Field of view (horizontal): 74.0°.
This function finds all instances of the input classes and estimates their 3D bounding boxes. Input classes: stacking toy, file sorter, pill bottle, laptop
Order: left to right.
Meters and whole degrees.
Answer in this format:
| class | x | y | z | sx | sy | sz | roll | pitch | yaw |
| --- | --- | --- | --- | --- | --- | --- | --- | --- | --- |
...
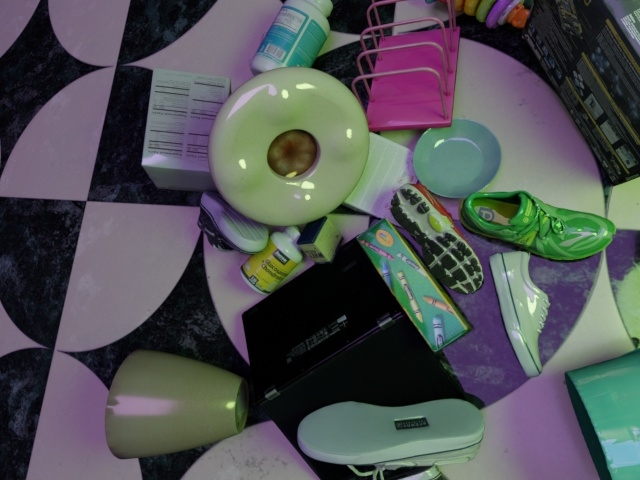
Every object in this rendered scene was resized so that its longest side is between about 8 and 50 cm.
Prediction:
| class | x | y | z | sx | sy | sz | roll | pitch | yaw |
| --- | --- | --- | --- | --- | --- | --- | --- | --- | --- |
| stacking toy | -0.117 | -0.285 | 1.056 | 0.351 | 0.351 | 0.480 | -42 | 36 | 9 |
| pill bottle | -0.111 | 0.043 | 1.082 | 0.184 | 0.103 | 0.103 | -46 | 67 | 8 |
| pill bottle | -0.070 | -0.543 | 1.157 | 0.146 | 0.146 | 0.264 | 31 | 92 | 24 |
| laptop | 0.056 | 0.274 | 1.003 | 0.382 | 0.236 | 0.407 | -34 | 43 | 10 |
| file sorter | 0.200 | -0.428 | 0.975 | 0.202 | 0.182 | 0.290 | 2 | 68 | 23 |
| stacking toy | 0.406 | -0.565 | 0.983 | 0.175 | 0.166 | 0.302 | -41 | 79 | -6 |

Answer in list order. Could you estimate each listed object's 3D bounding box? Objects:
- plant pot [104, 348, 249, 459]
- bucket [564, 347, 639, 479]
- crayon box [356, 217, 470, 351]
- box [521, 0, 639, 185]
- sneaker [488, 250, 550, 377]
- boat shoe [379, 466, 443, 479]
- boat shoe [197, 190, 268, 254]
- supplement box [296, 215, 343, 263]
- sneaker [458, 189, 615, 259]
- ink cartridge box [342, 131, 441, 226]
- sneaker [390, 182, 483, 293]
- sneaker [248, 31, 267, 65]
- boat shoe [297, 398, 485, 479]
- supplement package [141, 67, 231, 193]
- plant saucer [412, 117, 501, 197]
| class | x | y | z | sx | sy | sz | roll | pitch | yaw |
| --- | --- | --- | --- | --- | --- | --- | --- | --- | --- |
| plant pot | -0.325 | 0.398 | 1.042 | 0.274 | 0.256 | 0.256 | -1 | 79 | 6 |
| bucket | 0.535 | 0.315 | 0.684 | 0.183 | 0.281 | 0.281 | -18 | 74 | 20 |
| crayon box | 0.203 | 0.095 | 0.912 | 0.081 | 0.165 | 0.278 | -37 | 68 | 11 |
| box | 0.515 | -0.307 | 0.751 | 0.097 | 0.318 | 0.394 | -27 | 80 | 15 |
| sneaker | 0.415 | 0.140 | 0.856 | 0.091 | 0.094 | 0.258 | -16 | 73 | 23 |
| boat shoe | 0.156 | 0.540 | 0.891 | 0.219 | 0.078 | 0.070 | -27 | 70 | 13 |
| boat shoe | -0.235 | -0.024 | 1.116 | 0.335 | 0.121 | 0.119 | 39 | 116 | 52 |
| supplement box | 0.000 | 0.000 | 1.034 | 0.056 | 0.083 | 0.083 | -6 | 45 | 43 |
| sneaker | 0.430 | -0.034 | 0.868 | 0.296 | 0.123 | 0.109 | 13 | 84 | 23 |
| ink cartridge box | 0.150 | -0.150 | 1.056 | 0.232 | 0.066 | 0.189 | 25 | 90 | 3 |
| sneaker | 0.274 | -0.016 | 0.940 | 0.107 | 0.118 | 0.279 | -35 | 87 | 40 |
| sneaker | -0.180 | -0.547 | 1.253 | 0.070 | 0.051 | 0.134 | -3 | 83 | 16 |
| boat shoe | 0.141 | 0.420 | 0.865 | 0.367 | 0.136 | 0.156 | -6 | 115 | -2 |
| supplement package | -0.349 | -0.285 | 1.155 | 0.198 | 0.199 | 0.262 | 4 | 80 | -10 |
| plant saucer | 0.314 | -0.187 | 0.986 | 0.195 | 0.037 | 0.194 | -3 | 78 | 16 |
